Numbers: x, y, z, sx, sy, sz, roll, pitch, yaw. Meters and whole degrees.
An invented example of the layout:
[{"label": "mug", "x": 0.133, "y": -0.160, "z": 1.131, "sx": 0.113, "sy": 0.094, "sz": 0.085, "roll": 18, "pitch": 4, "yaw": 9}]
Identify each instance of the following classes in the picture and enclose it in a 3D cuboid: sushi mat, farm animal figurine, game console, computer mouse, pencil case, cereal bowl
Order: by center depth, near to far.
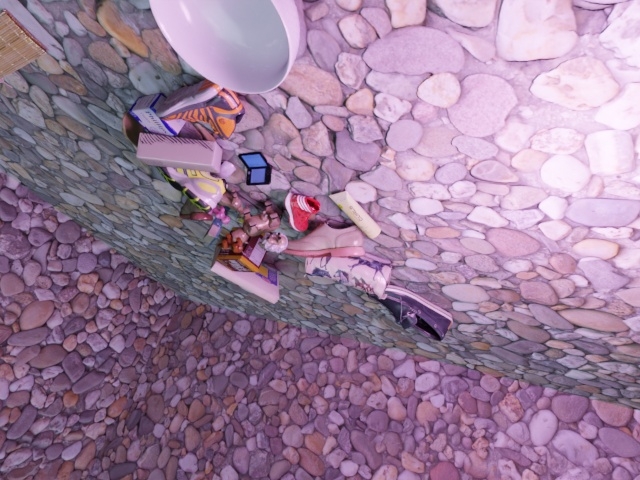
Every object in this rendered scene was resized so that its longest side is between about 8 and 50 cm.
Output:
[{"label": "cereal bowl", "x": -0.194, "y": -0.507, "z": 0.901, "sx": 0.339, "sy": 0.141, "sz": 0.339, "roll": 17, "pitch": 153, "yaw": 9}, {"label": "sushi mat", "x": -1.087, "y": -0.638, "z": 1.360, "sx": 0.317, "sy": 0.019, "sz": 0.151, "roll": -13, "pitch": 140, "yaw": 21}, {"label": "game console", "x": -0.246, "y": -0.263, "z": 1.499, "sx": 0.122, "sy": 0.107, "sz": 0.071, "roll": 3, "pitch": 177, "yaw": 34}, {"label": "computer mouse", "x": -0.412, "y": -0.272, "z": 1.636, "sx": 0.106, "sy": 0.042, "sz": 0.193, "roll": 38, "pitch": 150, "yaw": -28}, {"label": "farm animal figurine", "x": -0.318, "y": -0.077, "z": 1.752, "sx": 0.327, "sy": 0.330, "sz": 0.172, "roll": -5, "pitch": 153, "yaw": -9}, {"label": "pencil case", "x": 0.131, "y": 0.141, "z": 1.873, "sx": 0.410, "sy": 0.160, "sz": 0.183, "roll": 19, "pitch": 129, "yaw": 6}]

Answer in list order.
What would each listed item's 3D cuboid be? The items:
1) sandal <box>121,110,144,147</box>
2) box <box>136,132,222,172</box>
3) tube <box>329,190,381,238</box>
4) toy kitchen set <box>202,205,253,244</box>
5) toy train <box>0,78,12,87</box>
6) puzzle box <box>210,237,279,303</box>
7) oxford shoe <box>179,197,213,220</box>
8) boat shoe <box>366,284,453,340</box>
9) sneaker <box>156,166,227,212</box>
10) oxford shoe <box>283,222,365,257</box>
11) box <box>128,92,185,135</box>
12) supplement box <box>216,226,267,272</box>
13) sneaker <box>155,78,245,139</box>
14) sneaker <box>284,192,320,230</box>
[{"label": "sandal", "x": -0.727, "y": -0.411, "z": 1.564, "sx": 0.079, "sy": 0.088, "sz": 0.240, "roll": 20, "pitch": 161, "yaw": 11}, {"label": "box", "x": -0.507, "y": -0.315, "z": 1.470, "sx": 0.275, "sy": 0.094, "sz": 0.113, "roll": 6, "pitch": 175, "yaw": -1}, {"label": "tube", "x": 0.136, "y": -0.100, "z": 1.534, "sx": 0.070, "sy": 0.062, "sz": 0.240, "roll": -38, "pitch": 120, "yaw": 14}, {"label": "toy kitchen set", "x": -0.408, "y": -0.061, "z": 1.851, "sx": 0.166, "sy": 0.207, "sz": 0.122, "roll": 30, "pitch": 154, "yaw": -17}, {"label": "toy train", "x": -1.192, "y": -0.668, "z": 1.424, "sx": 0.143, "sy": 0.105, "sz": 0.248, "roll": -23, "pitch": 131, "yaw": 38}, {"label": "puzzle box", "x": -0.408, "y": 0.169, "z": 2.261, "sx": 0.409, "sy": 0.272, "sz": 0.052, "roll": 33, "pitch": 111, "yaw": -22}, {"label": "oxford shoe", "x": -0.590, "y": -0.163, "z": 1.936, "sx": 0.123, "sy": 0.130, "sz": 0.348, "roll": -2, "pitch": -174, "yaw": -35}, {"label": "boat shoe", "x": 0.448, "y": 0.366, "z": 2.082, "sx": 0.500, "sy": 0.156, "sz": 0.187, "roll": 27, "pitch": 156, "yaw": -9}, {"label": "sneaker", "x": -0.524, "y": -0.269, "z": 1.595, "sx": 0.385, "sy": 0.147, "sz": 0.145, "roll": 40, "pitch": 163, "yaw": 11}, {"label": "oxford shoe", "x": 0.000, "y": 0.000, "z": 1.720, "sx": 0.397, "sy": 0.146, "sz": 0.140, "roll": -1, "pitch": 176, "yaw": 22}, {"label": "box", "x": -0.566, "y": -0.433, "z": 1.411, "sx": 0.137, "sy": 0.072, "sz": 0.126, "roll": 4, "pitch": 150, "yaw": 32}, {"label": "supplement box", "x": -0.386, "y": 0.046, "z": 2.055, "sx": 0.191, "sy": 0.194, "sz": 0.129, "roll": -1, "pitch": 146, "yaw": 38}, {"label": "sneaker", "x": -0.373, "y": -0.391, "z": 1.282, "sx": 0.321, "sy": 0.124, "sz": 0.180, "roll": 1, "pitch": 146, "yaw": 37}, {"label": "sneaker", "x": -0.058, "y": -0.101, "z": 1.648, "sx": 0.128, "sy": 0.087, "sz": 0.221, "roll": 12, "pitch": 154, "yaw": 23}]
